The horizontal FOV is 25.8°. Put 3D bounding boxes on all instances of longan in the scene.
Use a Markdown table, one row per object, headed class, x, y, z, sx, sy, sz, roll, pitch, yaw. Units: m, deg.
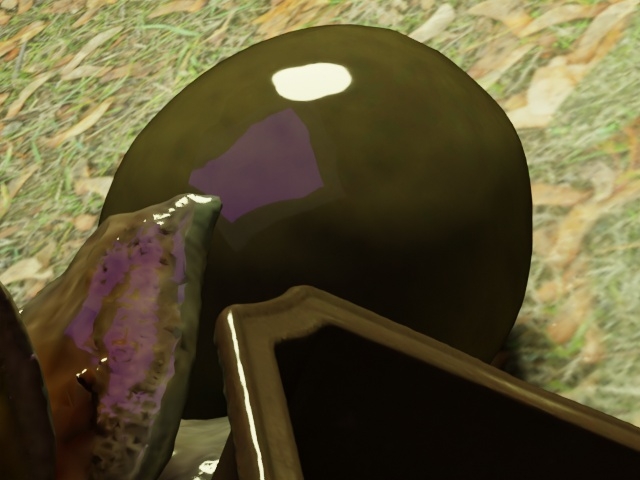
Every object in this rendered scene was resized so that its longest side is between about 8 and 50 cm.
| class | x | y | z | sx | sy | sz | roll | pitch | yaw |
| --- | --- | --- | --- | --- | --- | --- | --- | --- | --- |
| longan | 0.000 | 0.000 | 0.648 | 0.220 | 0.196 | 0.196 | -35 | 33 | -15 |

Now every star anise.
| class | x | y | z | sx | sy | sz | roll | pitch | yaw |
| --- | --- | --- | --- | --- | --- | --- | --- | --- | --- |
| star anise | -0.118 | 0.126 | 0.474 | 0.117 | 0.332 | 0.332 | 20 | 59 | 45 |

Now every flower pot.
| class | x | y | z | sx | sy | sz | roll | pitch | yaw |
| --- | --- | --- | --- | --- | --- | --- | --- | --- | --- |
| flower pot | 0.063 | 0.124 | 0.426 | 0.084 | 0.251 | 0.179 | -55 | 26 | 22 |
